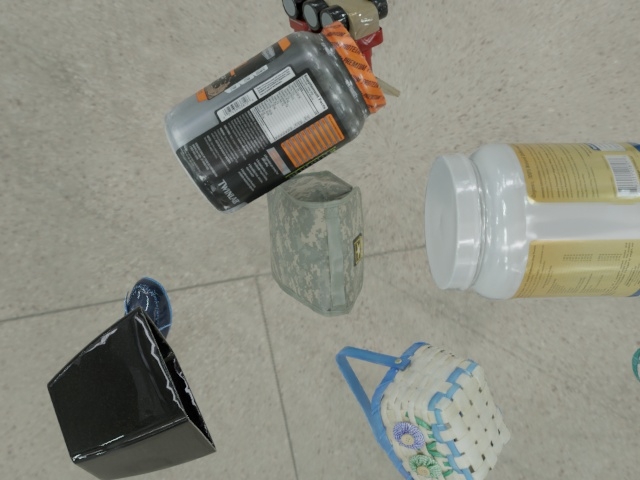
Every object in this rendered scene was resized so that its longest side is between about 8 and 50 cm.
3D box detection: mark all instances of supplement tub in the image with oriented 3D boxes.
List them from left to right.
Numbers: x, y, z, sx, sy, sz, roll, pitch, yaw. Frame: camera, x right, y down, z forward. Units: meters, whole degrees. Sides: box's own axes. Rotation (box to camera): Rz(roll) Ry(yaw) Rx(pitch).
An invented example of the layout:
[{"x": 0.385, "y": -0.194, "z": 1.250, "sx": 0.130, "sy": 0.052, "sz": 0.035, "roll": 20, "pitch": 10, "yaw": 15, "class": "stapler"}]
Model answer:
[{"x": -0.074, "y": -0.210, "z": 1.246, "sx": 0.338, "sy": 0.207, "sz": 0.207, "roll": -31, "pitch": 93, "yaw": 4, "class": "supplement tub"}, {"x": 0.206, "y": -0.018, "z": 0.674, "sx": 0.200, "sy": 0.144, "sz": 0.144, "roll": -1, "pitch": 97, "yaw": -5, "class": "supplement tub"}]

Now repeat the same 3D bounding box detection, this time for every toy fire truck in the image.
[{"x": 0.055, "y": -0.383, "z": 1.466, "sx": 0.159, "sy": 0.217, "sz": 0.246, "roll": -28, "pitch": 132, "yaw": -20, "class": "toy fire truck"}]

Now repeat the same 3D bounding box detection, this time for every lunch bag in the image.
[{"x": 0.000, "y": 0.000, "z": 1.489, "sx": 0.169, "sy": 0.287, "sz": 0.235, "roll": -8, "pitch": 109, "yaw": -16, "class": "lunch bag"}]

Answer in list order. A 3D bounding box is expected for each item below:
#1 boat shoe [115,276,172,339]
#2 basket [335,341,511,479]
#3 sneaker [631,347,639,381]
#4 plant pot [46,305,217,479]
[{"x": -0.356, "y": 0.198, "z": 1.491, "sx": 0.109, "sy": 0.089, "sz": 0.258, "roll": 17, "pitch": 121, "yaw": 17, "class": "boat shoe"}, {"x": 0.171, "y": 0.307, "z": 1.337, "sx": 0.201, "sy": 0.289, "sz": 0.254, "roll": -40, "pitch": 113, "yaw": -30, "class": "basket"}, {"x": 0.567, "y": 0.179, "z": 1.135, "sx": 0.275, "sy": 0.110, "sz": 0.107, "roll": -4, "pitch": 96, "yaw": -31, "class": "sneaker"}, {"x": -0.276, "y": 0.238, "z": 1.060, "sx": 0.167, "sy": 0.188, "sz": 0.187, "roll": -26, "pitch": 62, "yaw": -10, "class": "plant pot"}]
